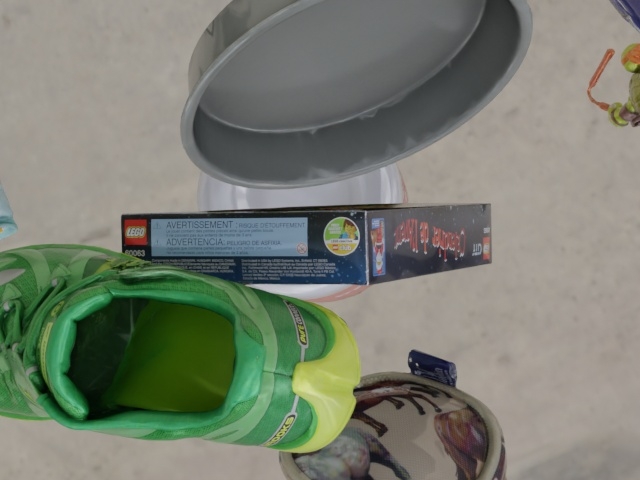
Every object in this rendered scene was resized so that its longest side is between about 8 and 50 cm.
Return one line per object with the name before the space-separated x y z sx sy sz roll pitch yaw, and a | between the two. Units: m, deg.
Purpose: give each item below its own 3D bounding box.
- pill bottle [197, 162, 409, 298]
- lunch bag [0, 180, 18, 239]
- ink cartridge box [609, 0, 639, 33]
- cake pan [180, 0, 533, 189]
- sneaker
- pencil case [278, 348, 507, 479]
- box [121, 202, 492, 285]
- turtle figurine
pill bottle | -0.007 -0.039 1.893 0.229 0.229 0.407 -24 175 4
lunch bag | -0.440 -0.066 1.420 0.160 0.223 0.262 -20 179 41
ink cartridge box | 0.366 -0.191 1.539 0.224 0.223 0.045 40 107 -19
cake pan | 0.023 -0.140 1.238 0.293 0.054 0.293 -17 156 -8
sneaker | -0.123 0.049 0.848 0.295 0.109 0.123 2 170 31
pencil case | 0.070 0.281 1.246 0.159 0.183 0.410 -24 133 -17
box | 0.000 0.000 0.998 0.159 0.044 0.233 -1 -178 23
turtle figurine | 0.424 -0.161 1.861 0.087 0.217 0.269 -30 174 -33
